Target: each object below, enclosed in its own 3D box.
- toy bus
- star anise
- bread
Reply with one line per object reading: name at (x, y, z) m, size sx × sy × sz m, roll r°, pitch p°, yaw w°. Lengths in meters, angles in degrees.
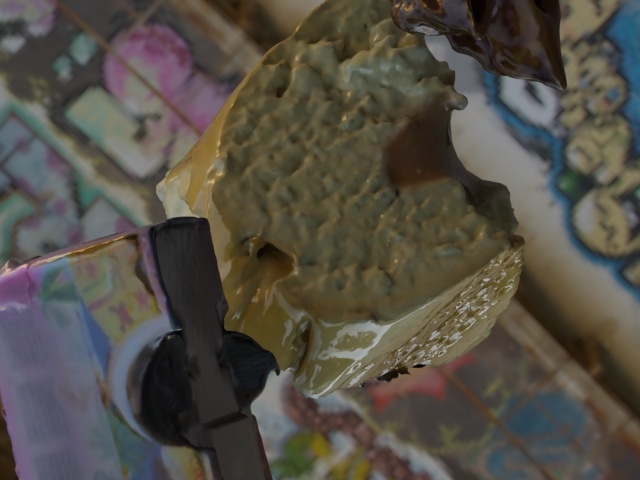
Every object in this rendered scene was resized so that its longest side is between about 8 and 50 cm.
toy bus at (-0.071, 0.131, 0.801) m, size 0.090 × 0.112 × 0.274 m, roll -10°, pitch -93°, yaw -74°
star anise at (0.065, -0.165, 0.848) m, size 0.196 × 0.111 × 0.212 m, roll 32°, pitch -152°, yaw -12°
bread at (-0.006, 0.008, 1.001) m, size 0.183 × 0.211 × 0.224 m, roll 46°, pitch 152°, yaw 16°
